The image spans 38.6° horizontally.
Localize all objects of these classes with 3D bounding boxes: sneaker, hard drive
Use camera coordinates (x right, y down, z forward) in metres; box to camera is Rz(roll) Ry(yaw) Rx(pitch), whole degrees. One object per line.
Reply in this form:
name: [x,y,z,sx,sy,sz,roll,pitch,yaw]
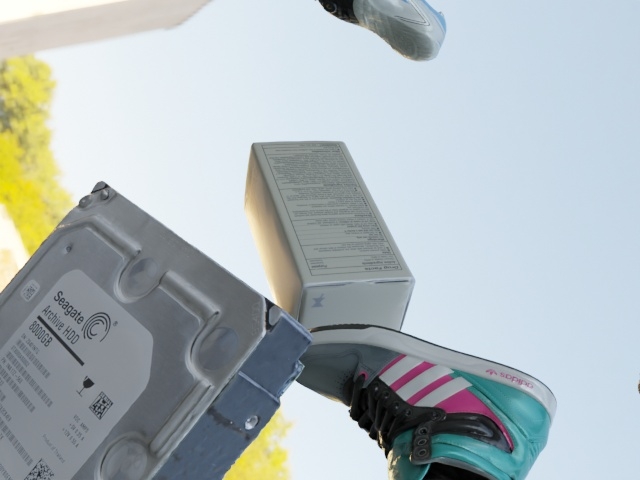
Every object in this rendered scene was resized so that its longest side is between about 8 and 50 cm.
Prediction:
sneaker: [0.081,0.200,0.945,0.296,0.178,0.123,12,-47,17]
hard drive: [-0.185,0.138,0.608,0.237,0.339,0.064,32,-11,42]
sneaker: [0.070,-0.324,1.204,0.085,0.237,0.086,-26,-137,46]

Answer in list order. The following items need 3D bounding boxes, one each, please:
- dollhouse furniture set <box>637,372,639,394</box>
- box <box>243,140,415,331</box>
dollhouse furniture set: [0.590,0.205,1.581,0.182,0.101,0.161,41,35,-41]
box: [0.000,0.000,1.205,0.311,0.148,0.121,-110,-155,-49]
